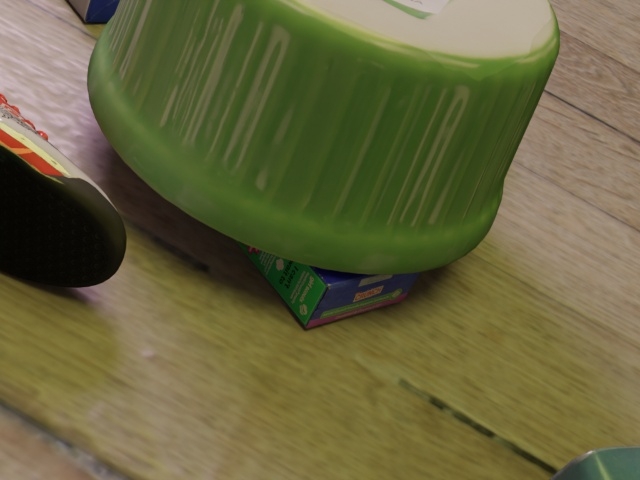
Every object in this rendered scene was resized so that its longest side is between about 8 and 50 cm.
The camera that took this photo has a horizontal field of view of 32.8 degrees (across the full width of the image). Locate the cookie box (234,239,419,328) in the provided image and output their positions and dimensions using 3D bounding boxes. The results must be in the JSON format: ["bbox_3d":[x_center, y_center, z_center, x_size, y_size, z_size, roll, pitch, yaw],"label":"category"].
[{"bbox_3d":[0.000,0.000,0.718,0.091,0.040,0.107,-11,49,-41],"label":"cookie box"}]

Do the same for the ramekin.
[{"bbox_3d":[0.010,-0.133,0.728,0.303,0.148,0.303,16,36,-12],"label":"ramekin"}]

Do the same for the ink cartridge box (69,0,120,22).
[{"bbox_3d":[-0.199,-0.261,0.926,0.097,0.046,0.207,-10,48,-41],"label":"ink cartridge box"}]

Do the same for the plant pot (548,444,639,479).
[{"bbox_3d":[0.169,0.224,0.438,0.165,0.165,0.234,4,49,-28],"label":"plant pot"}]

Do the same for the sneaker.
[{"bbox_3d":[-0.214,-0.081,0.647,0.270,0.090,0.145,24,37,2],"label":"sneaker"}]
